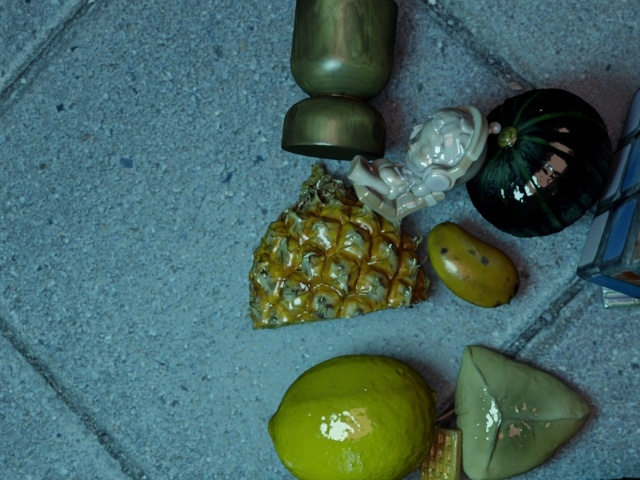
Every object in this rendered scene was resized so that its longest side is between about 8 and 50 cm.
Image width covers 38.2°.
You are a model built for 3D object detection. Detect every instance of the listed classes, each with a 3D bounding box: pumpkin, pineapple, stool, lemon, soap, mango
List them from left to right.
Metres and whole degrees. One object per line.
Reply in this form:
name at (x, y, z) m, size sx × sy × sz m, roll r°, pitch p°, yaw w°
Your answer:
pineapple at (-0.001, -0.004, 1.550) m, size 0.344 × 0.209 × 0.286 m, roll -11°, pitch 85°, yaw 7°
stool at (0.034, -0.278, 1.576) m, size 0.179 × 0.179 × 0.264 m, roll 6°, pitch 88°, yaw 10°
lemon at (0.057, 0.300, 1.516) m, size 0.263 × 0.236 × 0.236 m, roll -36°, pitch 82°, yaw 24°
mango at (0.253, 0.046, 1.547) m, size 0.178 × 0.090 × 0.115 m, roll 33°, pitch 51°, yaw -16°
pumpkin at (0.369, -0.111, 1.508) m, size 0.248 × 0.248 × 0.248 m, roll -1°, pitch 87°, yaw 9°
soap at (0.539, 0.061, 1.535) m, size 0.149 × 0.056 × 0.100 m, roll -5°, pitch 84°, yaw 9°

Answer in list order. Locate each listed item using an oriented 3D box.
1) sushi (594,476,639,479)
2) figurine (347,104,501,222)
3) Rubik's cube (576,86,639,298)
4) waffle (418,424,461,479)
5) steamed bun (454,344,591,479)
sushi at (0.438, 0.527, 1.432) m, size 0.328 × 0.285 × 0.328 m, roll -38°, pitch 87°, yaw -16°
figurine at (0.167, -0.133, 1.449) m, size 0.236 × 0.162 × 0.141 m, roll -31°, pitch 125°, yaw 24°
Rubik's cube at (0.620, -0.061, 1.343) m, size 0.363 × 0.359 × 0.362 m, roll 16°, pitch 83°, yaw 3°
waffle at (0.202, 0.381, 1.566) m, size 0.021 × 0.092 × 0.135 m, roll 5°, pitch 86°, yaw -35°
steamed bun at (0.313, 0.309, 1.535) m, size 0.231 × 0.110 × 0.212 m, roll 22°, pitch 91°, yaw 12°
